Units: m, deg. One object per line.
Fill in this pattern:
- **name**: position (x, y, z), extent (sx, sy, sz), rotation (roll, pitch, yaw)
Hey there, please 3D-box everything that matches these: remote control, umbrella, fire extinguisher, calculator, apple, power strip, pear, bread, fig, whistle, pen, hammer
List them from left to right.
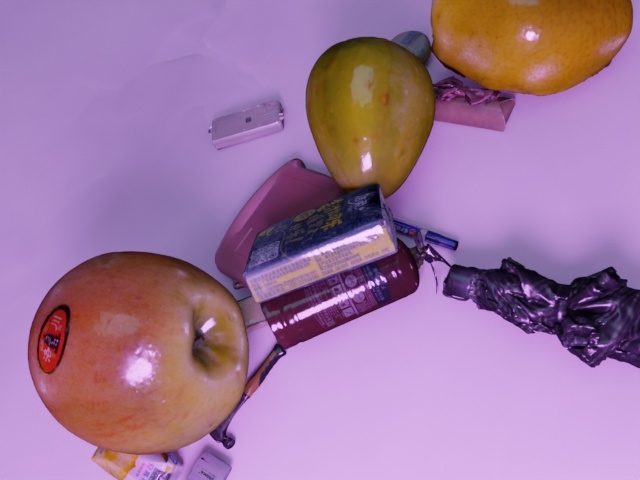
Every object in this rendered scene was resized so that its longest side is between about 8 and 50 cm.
- **apple**: position (-0.284, 0.180, 1.028), extent (0.304, 0.338, 0.339), rotation (0, 59, 29)
- **remote control**: position (-0.209, 0.441, 1.039), extent (0.065, 0.029, 0.166), rotation (20, 72, 29)
- **bread**: position (-0.174, 0.157, 1.210), extent (0.153, 0.028, 0.068), rotation (-23, 53, 5)
- **hammer**: position (-0.132, 0.269, 1.125), extent (0.078, 0.021, 0.201), rotation (26, 70, 32)
- **power strip**: position (-0.174, -0.276, 1.487), extent (0.192, 0.035, 0.082), rotation (-15, 54, 12)
- **calculator**: position (-0.078, -0.033, 1.279), extent (0.220, 0.048, 0.330), rotation (23, 67, 30)
- **fire extinguisher**: position (0.070, 0.085, 1.117), extent (0.337, 0.114, 0.136), rotation (-25, 96, 5)
- **fig**: position (0.100, -0.234, 1.235), extent (0.257, 0.258, 0.327), rotation (-6, 75, 17)
- **whistle**: position (0.169, -0.402, 1.423), extent (0.104, 0.057, 0.198), rotation (33, 74, 35)
- **pen**: position (0.168, -0.021, 1.196), extent (0.204, 0.025, 0.025), rotation (22, 68, 31)
- **pear**: position (0.412, -0.472, 1.224), extent (0.386, 0.191, 0.341), rotation (-1, 70, 3)
- **umbrella**: position (0.363, 0.084, 0.985), extent (0.336, 0.128, 0.154), rotation (27, 71, 32)

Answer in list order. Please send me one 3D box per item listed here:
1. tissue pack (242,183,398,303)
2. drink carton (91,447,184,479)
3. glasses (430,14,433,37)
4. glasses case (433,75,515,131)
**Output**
- **tissue pack**: position (0.000, 0.000, 1.098), extent (0.257, 0.081, 0.185), rotation (-21, 22, 12)
- **drink carton**: position (-0.295, 0.393, 1.073), extent (0.199, 0.074, 0.084), rotation (20, 70, 29)
- **glasses**: position (0.367, -0.549, 1.424), extent (0.189, 0.088, 0.221), rotation (15, 65, 29)
- **glasses case**: position (0.304, -0.298, 1.296), extent (0.193, 0.070, 0.103), rotation (17, 65, 29)
